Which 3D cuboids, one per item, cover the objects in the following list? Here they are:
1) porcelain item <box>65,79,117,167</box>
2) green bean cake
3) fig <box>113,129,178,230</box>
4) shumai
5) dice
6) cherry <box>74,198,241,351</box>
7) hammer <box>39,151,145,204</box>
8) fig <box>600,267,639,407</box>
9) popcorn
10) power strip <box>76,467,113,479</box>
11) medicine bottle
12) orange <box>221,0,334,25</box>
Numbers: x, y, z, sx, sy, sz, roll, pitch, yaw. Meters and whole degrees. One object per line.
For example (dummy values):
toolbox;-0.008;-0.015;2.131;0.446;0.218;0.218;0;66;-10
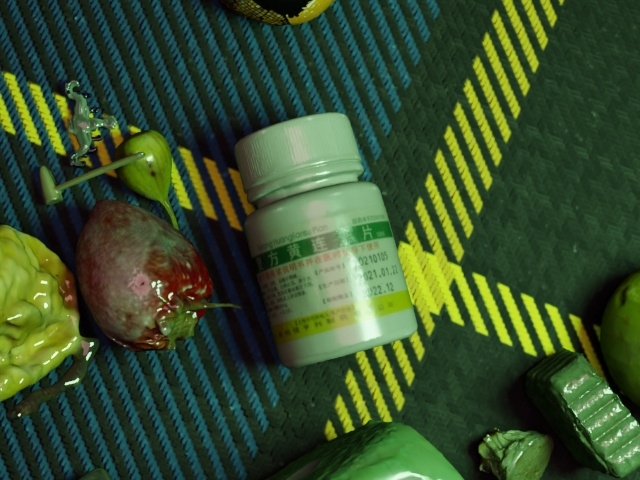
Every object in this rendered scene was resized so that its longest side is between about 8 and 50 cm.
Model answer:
porcelain item;-0.348;-0.179;1.710;0.075;0.021;0.136;-4;84;-6
green bean cake;0.395;0.256;1.656;0.094;0.185;0.183;-35;90;-6
fig;-0.263;-0.082;1.684;0.093;0.093;0.166;-6;101;-6
shumai;0.289;0.325;1.697;0.087;0.124;0.099;24;103;36
dice;0.052;0.455;1.511;0.322;0.318;0.330;-33;91;-20
cherry;-0.262;0.044;1.617;0.192;0.175;0.250;-23;76;-44
hammer;-0.338;-0.108;1.655;0.195;0.028;0.060;-18;81;26
fig;0.540;0.149;1.642;0.239;0.271;0.239;-1;97;-8
popcorn;-0.496;0.121;1.526;0.381;0.349;0.349;19;82;-14
power strip;-0.360;0.484;1.563;0.251;0.092;0.257;-31;68;-5
medicine bottle;0.000;0.000;1.633;0.208;0.208;0.340;-15;86;-7
orange;-0.061;-0.442;1.697;0.234;0.182;0.234;2;84;-19
